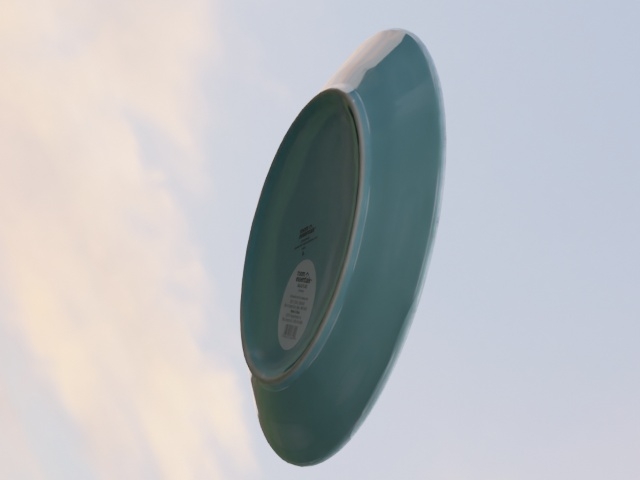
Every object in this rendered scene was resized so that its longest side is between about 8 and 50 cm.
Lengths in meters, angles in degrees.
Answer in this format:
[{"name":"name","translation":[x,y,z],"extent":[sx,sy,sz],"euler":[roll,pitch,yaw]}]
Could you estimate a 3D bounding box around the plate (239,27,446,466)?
[{"name":"plate","translation":[0.000,0.000,0.770],"extent":[0.188,0.024,0.188],"euler":[-165,-90,-69]}]
